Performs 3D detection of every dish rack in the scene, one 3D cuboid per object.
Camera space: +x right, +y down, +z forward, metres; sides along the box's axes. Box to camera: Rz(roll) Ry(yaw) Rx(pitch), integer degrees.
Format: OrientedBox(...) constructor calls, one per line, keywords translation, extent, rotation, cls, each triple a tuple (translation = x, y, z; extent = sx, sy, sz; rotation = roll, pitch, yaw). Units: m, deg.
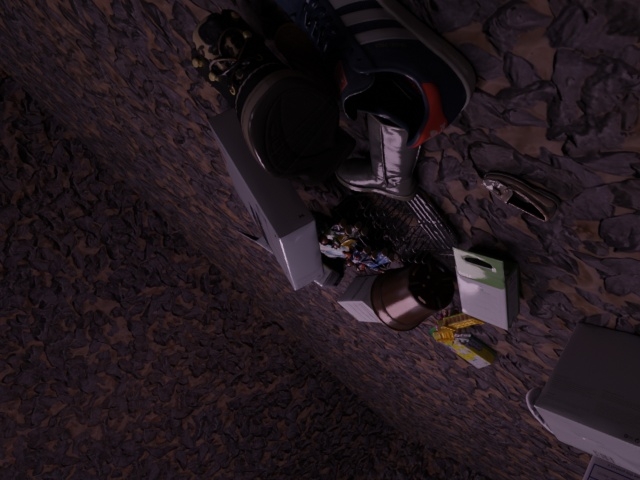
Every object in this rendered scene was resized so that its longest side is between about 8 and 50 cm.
OrientedBox(translation=(0.167, -0.024, 1.105), extent=(0.208, 0.074, 0.271), rotation=(46, 158, -24), cls="dish rack")

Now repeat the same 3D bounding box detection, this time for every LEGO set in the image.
OrientedBox(translation=(0.349, 0.176, 1.246), extent=(0.132, 0.107, 0.287), rotation=(3, 153, -4), cls="LEGO set")

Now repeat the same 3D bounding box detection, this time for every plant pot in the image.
OrientedBox(translation=(0.231, 0.126, 1.219), extent=(0.167, 0.167, 0.165), rotation=(39, 151, -4), cls="plant pot")

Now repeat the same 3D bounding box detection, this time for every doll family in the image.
OrientedBox(translation=(0.077, 0.020, 1.135), extent=(0.193, 0.076, 0.111), rotation=(47, 138, -9), cls="doll family")

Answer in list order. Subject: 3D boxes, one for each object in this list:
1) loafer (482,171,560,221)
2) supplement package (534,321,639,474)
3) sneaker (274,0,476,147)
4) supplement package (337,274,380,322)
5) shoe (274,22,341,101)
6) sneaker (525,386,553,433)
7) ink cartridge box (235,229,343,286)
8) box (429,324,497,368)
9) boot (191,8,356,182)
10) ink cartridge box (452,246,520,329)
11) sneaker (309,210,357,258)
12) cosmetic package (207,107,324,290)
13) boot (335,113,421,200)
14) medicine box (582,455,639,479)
OrientedBox(translation=(0.314, -0.071, 0.797), extent=(0.125, 0.039, 0.045), rotation=(28, 159, 26), cls="loafer")
OrientedBox(translation=(0.559, 0.296, 0.939), extent=(0.194, 0.203, 0.149), rotation=(11, 147, 53), cls="supplement package")
OrientedBox(translation=(0.041, -0.263, 0.688), extent=(0.350, 0.148, 0.131), rotation=(37, 160, 5), cls="sneaker")
OrientedBox(translation=(0.150, 0.179, 1.530), extent=(0.105, 0.105, 0.179), rotation=(43, 159, -12), cls="supplement package")
OrientedBox(translation=(0.022, -0.281, 0.814), extent=(0.219, 0.077, 0.058), rotation=(39, -175, 13), cls="shoe")
OrientedBox(translation=(0.676, 0.504, 1.339), extent=(0.281, 0.105, 0.115), rotation=(35, 166, 16), cls="sneaker")
OrientedBox(translation=(-0.082, 0.042, 1.561), extent=(0.307, 0.072, 0.303), rotation=(35, -179, 11), cls="ink cartridge box")
OrientedBox(translation=(0.406, 0.297, 1.441), extent=(0.179, 0.043, 0.105), rotation=(33, 160, 8), cls="box")
OrientedBox(translation=(-0.095, -0.236, 0.769), extent=(0.284, 0.138, 0.377), rotation=(47, -167, 11), cls="boot")
OrientedBox(translation=(0.346, 0.083, 1.029), extent=(0.108, 0.062, 0.209), rotation=(21, 145, 40), cls="ink cartridge box")
OrientedBox(translation=(0.000, 0.000, 1.397), extent=(0.282, 0.110, 0.122), rotation=(18, 155, 44), cls="sneaker")
OrientedBox(translation=(-0.127, -0.098, 1.213), extent=(0.377, 0.097, 0.284), rotation=(57, 167, 26), cls="cosmetic package")
OrientedBox(translation=(0.100, -0.165, 0.911), extent=(0.189, 0.076, 0.208), rotation=(14, 159, 20), cls="boot")
OrientedBox(translation=(0.730, 0.576, 1.127), extent=(0.263, 0.289, 0.149), rotation=(49, 157, -27), cls="medicine box")
